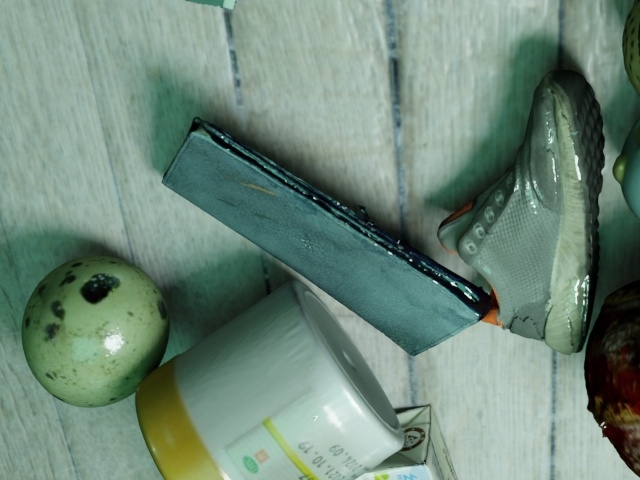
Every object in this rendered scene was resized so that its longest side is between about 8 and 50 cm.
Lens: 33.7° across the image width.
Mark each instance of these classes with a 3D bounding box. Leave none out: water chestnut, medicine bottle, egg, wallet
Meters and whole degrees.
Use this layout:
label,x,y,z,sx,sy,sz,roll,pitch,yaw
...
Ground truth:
label,x,y,z,sx,sy,sz,roll,pitch,yaw
water chestnut,0.441,0.110,1.092,0.350,0.350,0.302,-4,78,15
medicine bottle,-0.056,0.202,1.229,0.231,0.238,0.238,-34,111,6
egg,-0.278,0.120,1.301,0.177,0.177,0.228,23,138,-2
wallet,0.000,0.000,1.185,0.379,0.046,0.190,34,155,-7

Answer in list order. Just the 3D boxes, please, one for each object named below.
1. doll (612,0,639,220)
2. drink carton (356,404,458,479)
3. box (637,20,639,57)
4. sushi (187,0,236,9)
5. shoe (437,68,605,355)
label,x,y,z,sx,sy,sz,roll,pitch,yaw
doll,0.363,-0.136,0.995,0.161,0.177,0.261,1,126,10
drink carton,0.016,0.348,1.406,0.324,0.132,0.194,-12,118,17
box,0.425,-0.140,0.864,0.359,0.091,0.350,-39,126,-12
sushi,-0.174,-0.346,1.053,0.215,0.050,0.192,9,105,-4
shoe,0.211,-0.031,1.135,0.170,0.132,0.337,6,127,20
